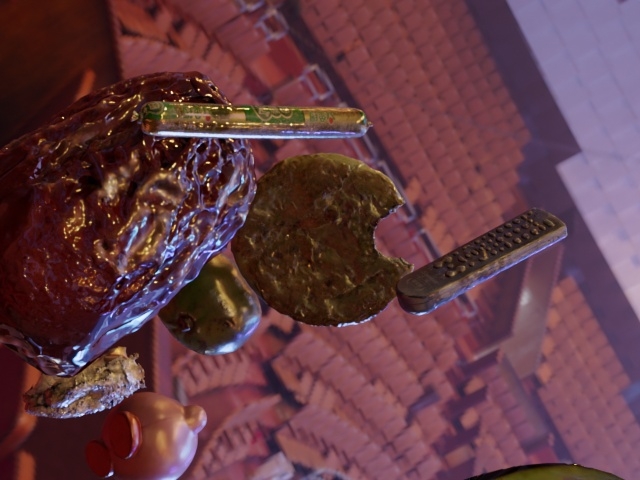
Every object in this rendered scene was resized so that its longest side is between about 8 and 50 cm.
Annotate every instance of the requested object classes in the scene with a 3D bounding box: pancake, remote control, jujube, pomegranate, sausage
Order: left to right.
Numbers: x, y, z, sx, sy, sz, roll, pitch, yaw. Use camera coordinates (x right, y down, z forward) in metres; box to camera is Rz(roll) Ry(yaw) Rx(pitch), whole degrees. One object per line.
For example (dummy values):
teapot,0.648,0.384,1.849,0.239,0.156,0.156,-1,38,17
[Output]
jujube,-0.228,-0.019,1.135,0.258,0.376,0.258,42,-26,26
pomegranate,-0.165,0.091,1.515,0.152,0.131,0.191,56,-16,-4
sausage,-0.057,-0.112,1.011,0.269,0.033,0.033,-3,56,-36
pancake,0.000,0.000,1.433,0.254,0.253,0.037,60,12,-15
remote control,0.128,0.017,0.873,0.043,0.152,0.027,34,-32,59

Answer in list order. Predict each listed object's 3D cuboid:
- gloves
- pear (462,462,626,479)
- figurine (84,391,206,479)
gloves,-0.307,0.192,1.387,0.114,0.153,0.070,-168,-115,-67
pear,0.200,0.408,0.913,0.165,0.398,0.399,66,-1,-62
figurine,-0.291,0.339,1.829,0.173,0.173,0.173,60,7,-12
